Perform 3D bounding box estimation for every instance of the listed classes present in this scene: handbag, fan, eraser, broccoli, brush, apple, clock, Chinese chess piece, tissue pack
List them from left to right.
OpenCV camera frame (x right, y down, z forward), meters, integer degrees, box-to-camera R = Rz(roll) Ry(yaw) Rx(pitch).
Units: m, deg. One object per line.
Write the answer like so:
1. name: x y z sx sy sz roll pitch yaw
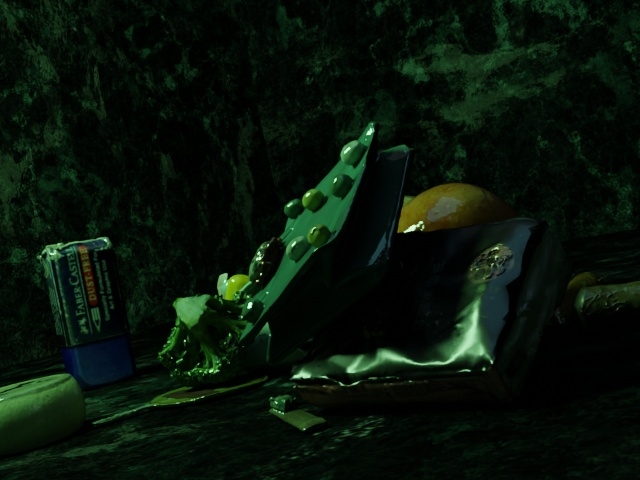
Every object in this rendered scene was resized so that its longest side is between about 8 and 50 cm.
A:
1. Chinese chess piece: -0.499 0.286 1.498 0.238 0.092 0.238 -12 2 0
2. eraser: -0.519 0.161 2.066 0.155 0.332 0.102 -12 1 -31
3. fan: -0.230 0.265 1.577 0.335 0.011 0.230 -13 0 -36
4. broccoli: -0.195 0.169 1.628 0.196 0.156 0.195 -6 44 5
5. clock: -0.096 0.135 1.707 0.159 0.210 0.066 -10 -24 38
6. brush: -0.033 0.218 1.188 0.034 0.027 0.190 -15 2 -16
7. handbag: -0.003 -0.003 1.226 0.274 0.100 0.268 -40 24 45
8. tissue pack: 0.128 0.096 1.159 0.332 0.123 0.245 -10 38 43
9. apple: 0.196 0.050 1.412 0.272 0.251 0.206 -36 -7 18

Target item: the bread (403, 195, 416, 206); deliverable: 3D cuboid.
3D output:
1. bread: 0.233 0.037 1.758 0.325 0.167 0.277 11 -16 17

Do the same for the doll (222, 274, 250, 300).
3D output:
1. doll: 0.010 0.108 1.893 0.366 0.187 0.376 10 -12 31

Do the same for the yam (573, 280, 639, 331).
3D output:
1. yam: 0.536 0.067 1.307 0.357 0.081 0.081 -11 1 4

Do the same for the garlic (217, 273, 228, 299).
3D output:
1. garlic: -0.196 0.170 1.974 0.131 0.194 0.127 -20 -10 10

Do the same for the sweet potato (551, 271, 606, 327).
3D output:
1. sweet potato: 0.433 0.093 1.524 0.072 0.066 0.314 -56 -17 21
